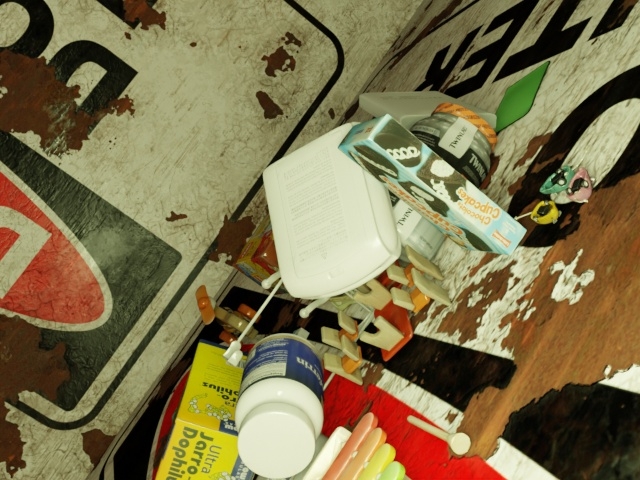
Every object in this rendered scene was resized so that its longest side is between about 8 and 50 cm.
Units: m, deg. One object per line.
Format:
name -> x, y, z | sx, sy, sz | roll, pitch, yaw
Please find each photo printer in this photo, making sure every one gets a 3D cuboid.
photo printer -> 0.021, -0.046, 1.401 | 0.256, 0.107, 0.307 | -26, 63, 29

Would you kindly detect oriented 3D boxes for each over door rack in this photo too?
over door rack -> -0.039, 0.187, 1.514 | 0.324, 0.239, 0.108 | -58, 16, -23

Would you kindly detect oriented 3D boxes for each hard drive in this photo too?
hard drive -> 0.254, -0.323, 1.771 | 0.353, 0.233, 0.047 | -123, 31, -67

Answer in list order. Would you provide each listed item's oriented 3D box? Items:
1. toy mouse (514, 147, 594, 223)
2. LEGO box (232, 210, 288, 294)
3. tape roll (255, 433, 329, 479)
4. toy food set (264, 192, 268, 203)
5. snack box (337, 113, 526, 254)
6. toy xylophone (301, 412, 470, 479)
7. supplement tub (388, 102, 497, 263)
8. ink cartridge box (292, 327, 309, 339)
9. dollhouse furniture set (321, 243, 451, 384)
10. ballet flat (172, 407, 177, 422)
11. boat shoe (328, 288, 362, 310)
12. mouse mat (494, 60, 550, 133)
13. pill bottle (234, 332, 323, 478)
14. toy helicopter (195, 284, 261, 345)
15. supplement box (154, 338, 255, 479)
toy mouse -> 0.403, -0.085, 1.152 | 0.143, 0.031, 0.161 | -55, 13, -8
LEGO box -> -0.032, -0.082, 2.293 | 0.500, 0.193, 0.372 | -57, 14, -17
tape roll -> -0.046, 0.442, 1.254 | 0.219, 0.072, 0.219 | -49, 14, 17
toy food set -> 0.000, 0.000, 1.667 | 0.092, 0.219, 0.306 | -41, 36, -23
snack box -> 0.192, -0.094, 1.262 | 0.060, 0.322, 0.187 | -54, 13, -6
toy xylophone -> 0.085, 0.348, 1.025 | 0.236, 0.081, 0.323 | -57, 14, -17
supplement tub -> 0.226, -0.121, 1.500 | 0.316, 0.194, 0.193 | -56, 13, -8
ink cartridge box -> -0.067, 0.273, 1.856 | 0.048, 0.028, 0.083 | -34, 23, 56
dollhouse furniture set -> 0.134, 0.128, 1.412 | 0.262, 0.135, 0.259 | -47, 26, 25
ballet flat -> -0.315, 0.488, 2.019 | 0.348, 0.123, 0.123 | -35, 22, 55
boat shoe -> 0.072, 0.123, 1.723 | 0.153, 0.048, 0.056 | -37, 21, 51
mouse mat -> 0.456, -0.324, 1.648 | 0.153, 0.007, 0.189 | -32, 26, 58
pill bottle -> -0.070, 0.285, 1.250 | 0.153, 0.153, 0.264 | -50, 12, 15
toy helicopter -> -0.295, 0.244, 2.266 | 0.140, 0.235, 0.355 | -55, 13, -11
supplement box -> -0.232, 0.408, 1.606 | 0.356, 0.195, 0.194 | -95, 25, -71
